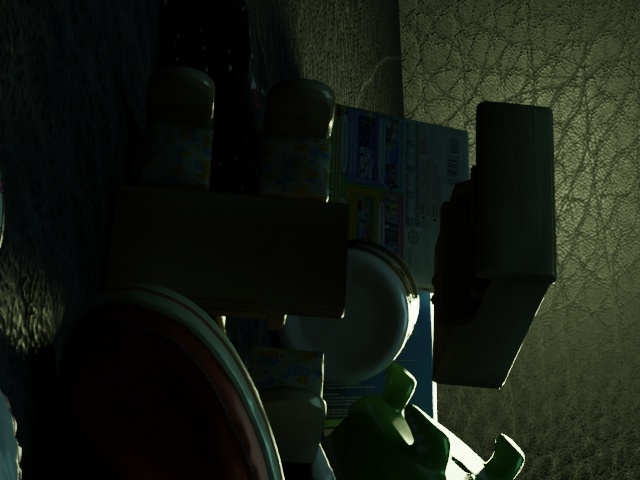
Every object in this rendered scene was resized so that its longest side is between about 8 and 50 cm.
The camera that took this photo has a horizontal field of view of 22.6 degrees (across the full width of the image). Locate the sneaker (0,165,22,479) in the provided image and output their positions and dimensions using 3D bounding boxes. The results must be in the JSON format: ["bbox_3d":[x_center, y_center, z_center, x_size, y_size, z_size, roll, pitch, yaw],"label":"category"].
[{"bbox_3d":[-0.150,0.037,0.528,0.077,0.072,0.178,34,46,-66],"label":"sneaker"}]

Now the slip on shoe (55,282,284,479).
[{"bbox_3d":[-0.084,0.187,0.782,0.101,0.123,0.331,-2,92,-71],"label":"slip on shoe"}]

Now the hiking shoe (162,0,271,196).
[{"bbox_3d":[-0.058,-0.060,1.122,0.114,0.086,0.227,32,55,-77],"label":"hiking shoe"}]

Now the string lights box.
[{"bbox_3d":[0.065,0.151,1.837,0.077,0.133,0.260,56,34,-78],"label":"string lights box"}]

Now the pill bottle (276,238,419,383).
[{"bbox_3d":[0.033,0.065,1.622,0.229,0.131,0.131,-28,116,-82],"label":"pill bottle"}]

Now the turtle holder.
[{"bbox_3d":[0.101,0.296,1.531,0.243,0.227,0.320,32,11,-43],"label":"turtle holder"}]

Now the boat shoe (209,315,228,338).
[{"bbox_3d":[-0.085,0.079,0.999,0.059,0.063,0.170,67,12,-63],"label":"boat shoe"}]

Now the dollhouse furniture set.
[{"bbox_3d":[0.000,0.000,0.923,0.161,0.242,0.212,101,-7,-61],"label":"dollhouse furniture set"}]

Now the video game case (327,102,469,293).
[{"bbox_3d":[0.078,-0.047,1.817,0.023,0.193,0.212,131,-35,-58],"label":"video game case"}]

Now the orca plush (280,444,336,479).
[{"bbox_3d":[-0.026,0.282,1.311,0.151,0.102,0.287,-169,-115,-69],"label":"orca plush"}]
